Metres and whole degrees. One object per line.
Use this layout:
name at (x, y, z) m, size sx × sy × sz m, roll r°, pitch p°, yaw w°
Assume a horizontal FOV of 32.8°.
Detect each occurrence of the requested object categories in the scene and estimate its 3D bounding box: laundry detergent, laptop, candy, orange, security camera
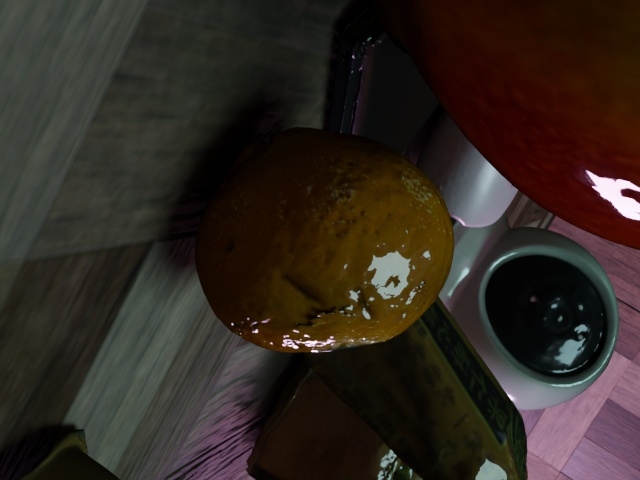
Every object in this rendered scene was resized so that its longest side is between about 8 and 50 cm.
laundry detergent at (0.185, -0.174, 0.887) m, size 0.335 × 0.087 × 0.159 m, roll -64°, pitch 170°, yaw 21°
laptop at (0.052, -0.111, 0.701) m, size 0.154 × 0.026 × 0.207 m, roll -53°, pitch 167°, yaw -26°
candy at (0.092, 0.127, 0.874) m, size 0.101 × 0.271 × 0.143 m, roll -35°, pitch -171°, yaw 28°
orange at (0.002, 0.000, 0.563) m, size 0.135 × 0.135 × 0.118 m, roll -14°, pitch 101°, yaw -70°
security camera at (0.190, 0.070, 1.126) m, size 0.194 × 0.236 × 0.194 m, roll -51°, pitch 167°, yaw -17°

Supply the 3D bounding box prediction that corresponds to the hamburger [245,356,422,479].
hamburger at (0.041, 0.150, 0.990) m, size 0.135 × 0.155 × 0.208 m, roll 56°, pitch 57°, yaw -84°

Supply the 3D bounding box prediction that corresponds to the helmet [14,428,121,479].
helmet at (-0.141, 0.215, 0.522) m, size 0.224 × 0.130 × 0.198 m, roll -49°, pitch 167°, yaw -35°

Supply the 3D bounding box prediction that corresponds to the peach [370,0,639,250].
peach at (0.202, -0.152, 0.438) m, size 0.370 × 0.370 × 0.370 m, roll -53°, pitch 165°, yaw -20°

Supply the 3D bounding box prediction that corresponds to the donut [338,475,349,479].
donut at (0.017, 0.327, 0.908) m, size 0.345 × 0.136 × 0.259 m, roll -38°, pitch 140°, yaw 25°
